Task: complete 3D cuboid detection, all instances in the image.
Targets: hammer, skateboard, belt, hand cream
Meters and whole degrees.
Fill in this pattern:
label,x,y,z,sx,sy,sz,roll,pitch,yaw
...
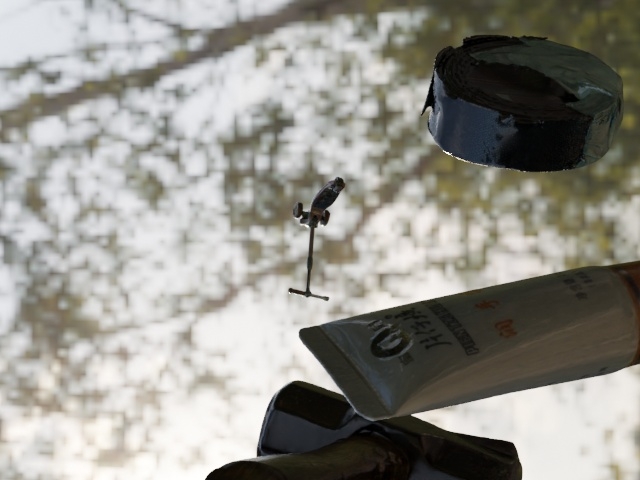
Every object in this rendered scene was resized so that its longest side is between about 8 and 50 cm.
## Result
label,x,y,z,sx,sy,sz,roll,pitch,yaw
hammer,0.014,0.192,1.580,0.409,0.242,0.095,11,-85,-71
skateboard,0.000,0.000,1.406,0.064,0.032,0.083,133,147,-54
belt,0.141,-0.094,1.304,0.105,0.140,0.058,-82,-2,-51
hand cream,0.144,0.080,1.520,0.140,0.314,0.089,45,141,51
